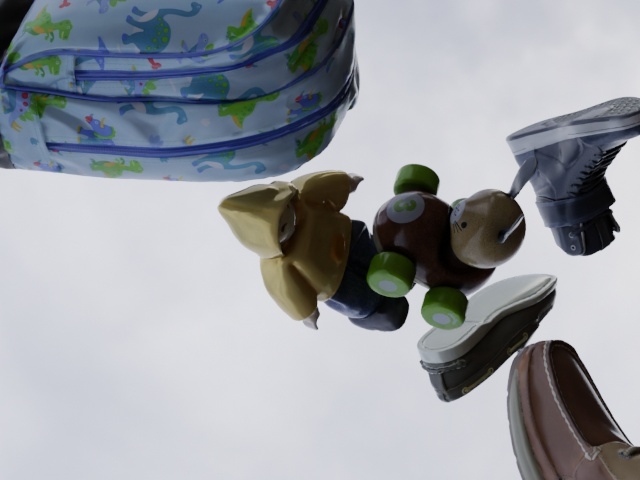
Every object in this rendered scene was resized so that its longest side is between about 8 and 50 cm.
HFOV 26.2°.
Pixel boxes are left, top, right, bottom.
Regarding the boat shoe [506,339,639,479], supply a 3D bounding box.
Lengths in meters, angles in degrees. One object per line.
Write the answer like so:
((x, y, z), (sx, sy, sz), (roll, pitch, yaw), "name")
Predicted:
((0.252, 0.216, 1.081), (0.123, 0.116, 0.324), (8, -127, -50), "boat shoe")

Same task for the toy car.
((0.160, -0.018, 1.479), (0.149, 0.188, 0.155), (31, -126, -19), "toy car")

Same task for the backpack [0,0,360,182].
((-0.137, -0.183, 1.333), (0.273, 0.355, 0.290), (100, -168, -46), "backpack")

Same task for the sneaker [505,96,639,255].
((0.317, -0.069, 1.561), (0.086, 0.226, 0.163), (-24, -85, -25), "sneaker")

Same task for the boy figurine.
((0.000, 0.000, 1.471), (0.285, 0.092, 0.177), (36, -109, -50), "boy figurine")

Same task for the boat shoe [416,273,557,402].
((0.256, 0.136, 2.033), (0.305, 0.109, 0.091), (-30, -69, -42), "boat shoe")
